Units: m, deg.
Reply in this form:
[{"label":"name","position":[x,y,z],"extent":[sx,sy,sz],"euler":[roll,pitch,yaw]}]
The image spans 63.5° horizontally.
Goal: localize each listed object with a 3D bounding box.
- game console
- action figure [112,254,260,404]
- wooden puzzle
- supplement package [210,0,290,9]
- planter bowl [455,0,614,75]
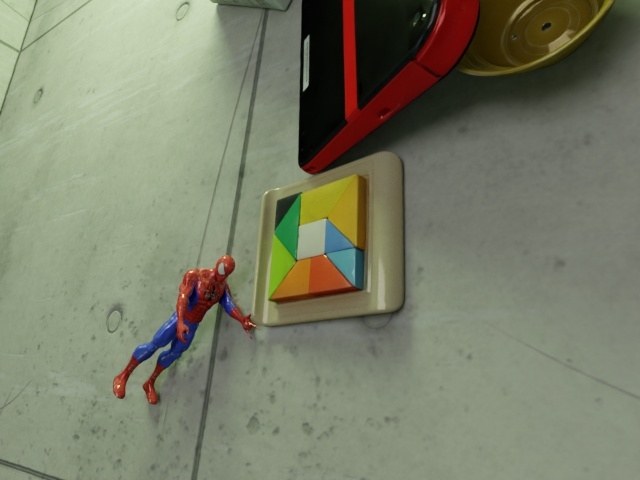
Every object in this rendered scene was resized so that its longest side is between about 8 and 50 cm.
[{"label":"game console","position":[0.067,-0.324,0.726],"extent":[0.342,0.060,0.385],"euler":[-35,49,54]},{"label":"action figure","position":[-0.201,0.153,0.787],"extent":[0.280,0.092,0.139],"euler":[-56,42,8]},{"label":"wooden puzzle","position":[0.000,0.000,0.715],"extent":[0.239,0.044,0.220],"euler":[-12,65,35]},{"label":"supplement package","position":[-0.161,-0.588,0.977],"extent":[0.263,0.198,0.199],"euler":[29,91,42]},{"label":"planter bowl","position":[0.244,-0.264,0.589],"extent":[0.217,0.090,0.216],"euler":[-18,62,36]}]
